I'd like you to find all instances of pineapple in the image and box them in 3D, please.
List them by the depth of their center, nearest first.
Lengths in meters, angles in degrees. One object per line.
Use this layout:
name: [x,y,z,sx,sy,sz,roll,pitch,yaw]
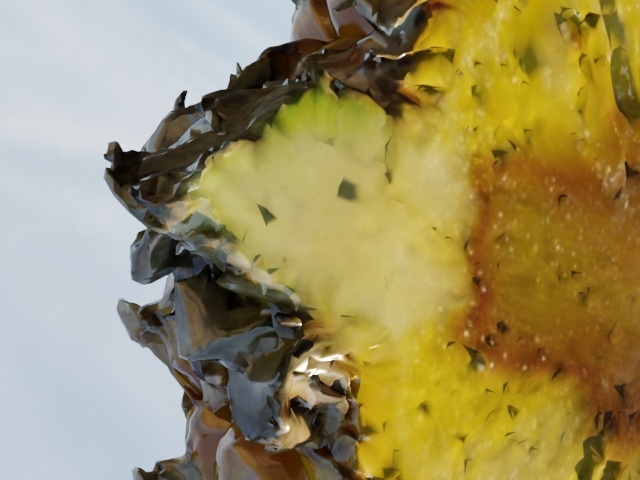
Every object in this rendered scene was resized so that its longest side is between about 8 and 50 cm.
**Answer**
pineapple: [-0.002,-0.001,0.615,0.286,0.344,0.209,14,173,-41]
